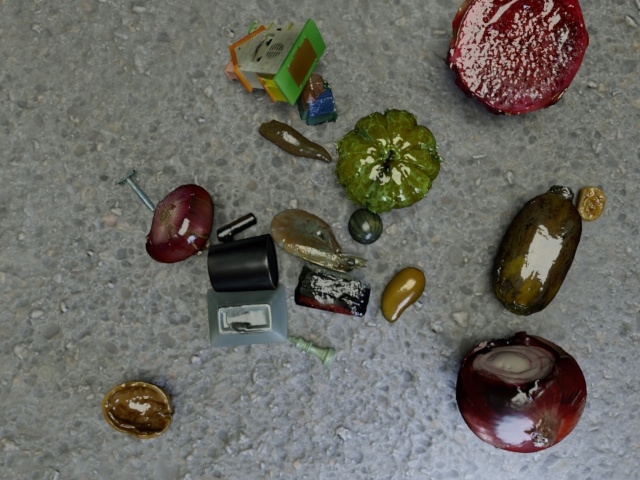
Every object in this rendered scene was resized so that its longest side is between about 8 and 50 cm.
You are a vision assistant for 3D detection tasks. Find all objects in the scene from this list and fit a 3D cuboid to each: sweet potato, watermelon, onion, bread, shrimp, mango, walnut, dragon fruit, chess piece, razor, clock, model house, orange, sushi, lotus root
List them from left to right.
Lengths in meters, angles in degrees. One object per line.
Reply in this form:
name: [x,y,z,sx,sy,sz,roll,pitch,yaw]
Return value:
razor: [-0.555,-0.144,1.375,0.068,0.040,0.135,-39,94,-2]
walnut: [-0.528,0.487,1.329,0.211,0.087,0.167,13,95,1]
onion: [-0.401,-0.044,1.296,0.247,0.161,0.248,-12,61,21]
clock: [-0.149,-0.530,1.314,0.255,0.106,0.220,19,75,33]
sweet potato: [-0.076,-0.301,1.369,0.243,0.077,0.077,26,88,1]
chess piece: [-0.031,0.328,1.366,0.149,0.059,0.059,24,88,7]
model house: [-0.011,-0.432,1.337,0.119,0.148,0.149,-12,91,-3]
shrimp: [0.000,0.000,1.341,0.317,0.077,0.168,24,56,2]
sushi: [0.035,0.147,1.330,0.224,0.136,0.127,11,85,6]
watermelon: [0.132,-0.052,1.358,0.105,0.105,0.133,-15,52,-2]
orange: [0.192,-0.217,1.302,0.301,0.223,0.300,-45,79,1]
mango: [0.245,0.161,1.360,0.102,0.085,0.184,35,98,-4]
dragon fruit: [0.543,-0.554,1.311,0.385,0.249,0.371,-6,104,2]
onion: [0.545,0.432,1.257,0.340,0.341,0.342,0,88,-1]
lotus root: [0.639,0.029,1.321,0.195,0.179,0.398,23,89,-3]
bread: [0.842,-0.114,1.399,0.083,0.044,0.111,16,90,-4]

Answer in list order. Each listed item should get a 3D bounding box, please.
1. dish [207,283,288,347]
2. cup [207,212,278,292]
dish: [-0.224,0.230,1.348,0.243,0.080,0.182,-4,89,-1]
cup: [-0.226,0.049,1.343,0.176,0.240,0.166,-8,130,4]
